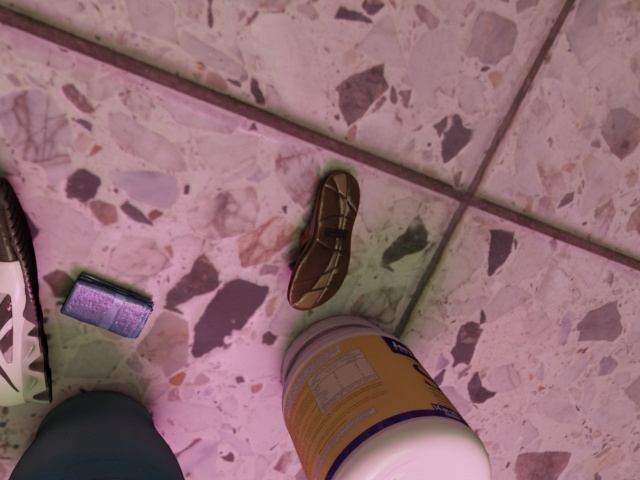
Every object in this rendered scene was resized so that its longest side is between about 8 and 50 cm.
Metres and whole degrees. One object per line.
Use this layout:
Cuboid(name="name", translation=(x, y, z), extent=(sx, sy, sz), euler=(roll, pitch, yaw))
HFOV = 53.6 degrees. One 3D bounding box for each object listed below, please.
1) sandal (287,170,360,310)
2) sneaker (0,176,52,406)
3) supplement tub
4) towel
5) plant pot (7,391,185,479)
Cuboid(name="sandal", translation=(0.000, 0.000, 0.971), extent=(0.089, 0.060, 0.220), euler=(9, 95, -29))
Cuboid(name="sneaker", translation=(-0.436, 0.083, 0.813), extent=(0.146, 0.122, 0.331), euler=(-4, 114, -20))
Cuboid(name="supplement tub", translation=(0.077, 0.283, 0.962), extent=(0.240, 0.331, 0.241), euler=(-8, 116, -16))
Cuboid(name="towel", translation=(-0.308, 0.097, 0.918), extent=(0.119, 0.029, 0.067), euler=(27, 102, -28))
Cuboid(name="plant pot", translation=(-0.321, 0.363, 0.903), extent=(0.271, 0.255, 0.272), euler=(-8, 115, -17))
